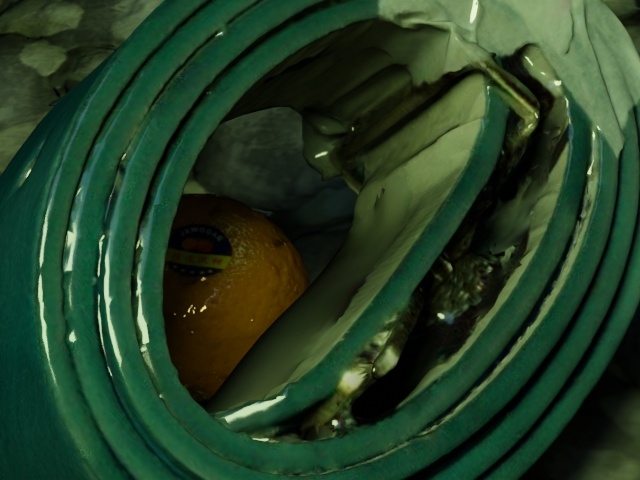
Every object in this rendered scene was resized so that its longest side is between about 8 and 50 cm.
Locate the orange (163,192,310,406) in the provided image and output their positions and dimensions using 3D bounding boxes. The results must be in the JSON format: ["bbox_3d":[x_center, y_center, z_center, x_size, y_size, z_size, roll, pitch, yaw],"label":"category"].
[{"bbox_3d":[-0.071,0.038,1.074,0.136,0.117,0.135,-3,55,4],"label":"orange"}]

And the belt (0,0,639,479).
[{"bbox_3d":[0.000,0.001,0.946,0.173,0.300,0.436,-29,14,51],"label":"belt"}]
